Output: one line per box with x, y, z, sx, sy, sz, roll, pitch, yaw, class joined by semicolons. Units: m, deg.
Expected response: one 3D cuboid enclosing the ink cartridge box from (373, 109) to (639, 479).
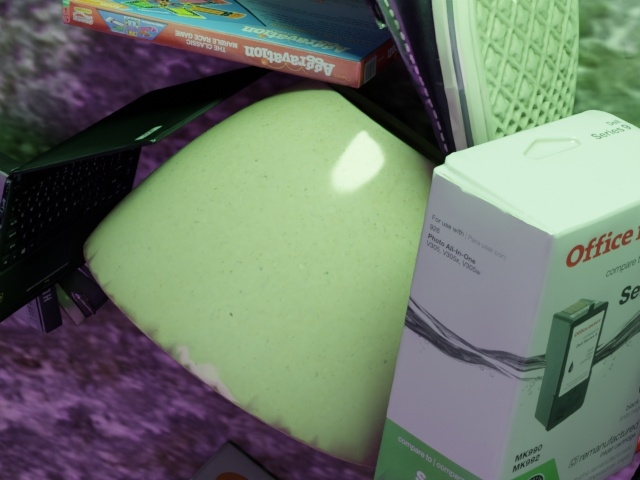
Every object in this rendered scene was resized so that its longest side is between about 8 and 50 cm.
0.171;0.066;1.299;0.121;0.211;0.289;32;127;35;ink cartridge box

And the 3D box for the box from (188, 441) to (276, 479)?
-0.125;0.393;1.624;0.215;0.345;0.168;39;125;6;box

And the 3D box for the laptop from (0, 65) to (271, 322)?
-0.172;-0.042;1.512;0.137;0.234;0.264;26;122;16;laptop

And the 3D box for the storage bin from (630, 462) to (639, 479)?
0.371;0.223;1.447;0.180;0.084;0.122;-24;100;35;storage bin

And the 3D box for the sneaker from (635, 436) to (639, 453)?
0.271;0.083;1.431;0.145;0.090;0.270;46;122;2;sneaker

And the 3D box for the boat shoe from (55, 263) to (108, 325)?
-0.284;-0.011;1.704;0.206;0.065;0.075;54;170;5;boat shoe

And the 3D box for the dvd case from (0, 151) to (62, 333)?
-0.348;-0.026;1.671;0.239;0.030;0.179;26;133;41;dvd case

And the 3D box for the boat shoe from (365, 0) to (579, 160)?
0.081;-0.258;1.319;0.156;0.187;0.500;-6;107;39;boat shoe

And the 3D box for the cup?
0.000;0.000;1.427;0.331;0.331;0.237;37;99;8;cup

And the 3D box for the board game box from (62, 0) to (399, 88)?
-0.065;-0.192;1.440;0.281;0.145;0.027;15;118;21;board game box
